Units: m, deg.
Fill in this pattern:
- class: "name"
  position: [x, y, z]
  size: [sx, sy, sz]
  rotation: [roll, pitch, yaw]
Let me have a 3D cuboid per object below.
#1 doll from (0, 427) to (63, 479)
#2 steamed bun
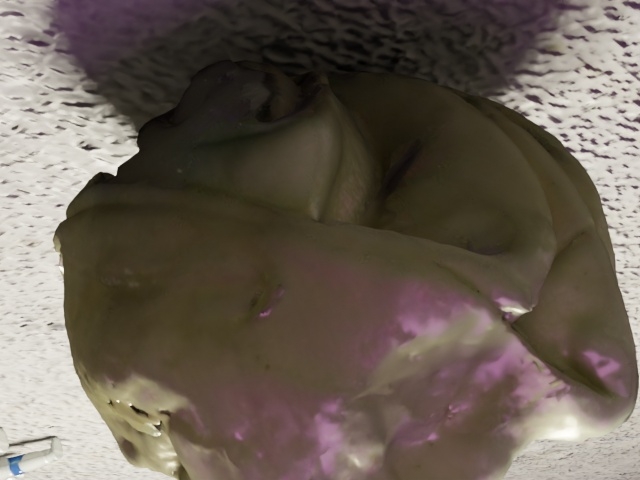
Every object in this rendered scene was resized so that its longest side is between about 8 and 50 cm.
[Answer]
- class: "doll"
  position: [-0.400, 0.265, 1.195]
  size: [0.227, 0.057, 0.114]
  rotation: [-32, 154, 25]
- class: "steamed bun"
  position: [0.000, 0.000, 0.564]
  size: [0.280, 0.268, 0.207]
  rotation: [-23, 119, -5]
